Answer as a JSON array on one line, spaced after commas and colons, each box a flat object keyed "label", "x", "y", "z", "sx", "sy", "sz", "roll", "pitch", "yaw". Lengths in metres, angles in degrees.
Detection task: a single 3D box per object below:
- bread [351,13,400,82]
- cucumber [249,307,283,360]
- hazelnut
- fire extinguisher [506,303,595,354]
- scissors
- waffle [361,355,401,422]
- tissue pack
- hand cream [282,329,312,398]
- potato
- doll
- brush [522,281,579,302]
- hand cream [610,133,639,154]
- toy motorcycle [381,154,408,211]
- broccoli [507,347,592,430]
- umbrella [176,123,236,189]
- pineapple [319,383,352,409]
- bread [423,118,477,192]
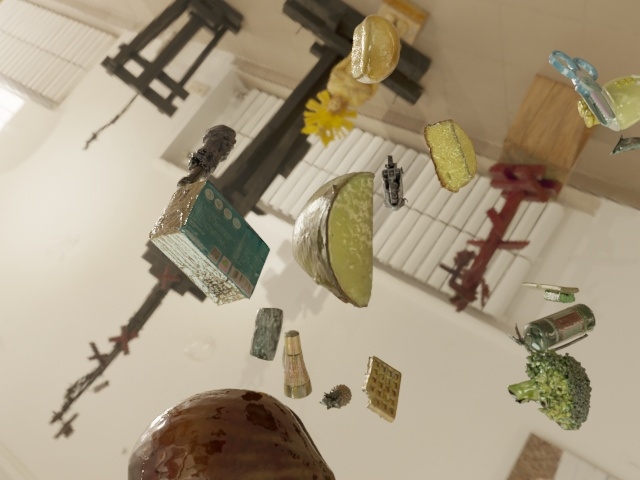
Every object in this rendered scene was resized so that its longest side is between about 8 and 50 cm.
[{"label": "bread", "x": 0.127, "y": -0.431, "z": 1.421, "sx": 0.098, "sy": 0.147, "sz": 0.217, "roll": 6, "pitch": -165, "yaw": -5}, {"label": "cucumber", "x": -0.113, "y": 0.199, "z": 1.327, "sx": 0.064, "sy": 0.112, "sz": 0.064, "roll": 7, "pitch": 166, "yaw": 2}, {"label": "hazelnut", "x": -0.179, "y": 0.512, "z": 1.188, "sx": 0.402, "sy": 0.402, "sz": 0.429, "roll": 48, "pitch": -162, "yaw": -43}, {"label": "fire extinguisher", "x": 0.673, "y": 0.266, "z": 1.825, "sx": 0.118, "sy": 0.294, "sz": 0.093, "roll": 66, "pitch": 152, "yaw": 19}, {"label": "scissors", "x": 0.592, "y": -0.339, "z": 1.385, "sx": 0.125, "sy": 0.256, "sz": 0.030, "roll": 12, "pitch": 134, "yaw": -18}, {"label": "waffle", "x": 0.133, "y": 0.321, "z": 1.358, "sx": 0.092, "sy": 0.135, "sz": 0.021, "roll": 36, "pitch": 127, "yaw": -11}, {"label": "tissue pack", "x": -0.169, "y": 0.005, "z": 0.973, "sx": 0.082, "sy": 0.120, "sz": 0.169, "roll": -18, "pitch": 127, "yaw": 33}, {"label": "hand cream", "x": -0.074, "y": 0.354, "z": 1.800, "sx": 0.084, "sy": 0.084, "sz": 0.203, "roll": 17, "pitch": 118, "yaw": 51}, {"label": "potato", "x": 0.000, "y": 0.000, "z": 1.302, "sx": 0.112, "sy": 0.269, "sz": 0.255, "roll": 7, "pitch": 173, "yaw": -27}, {"label": "doll", "x": 0.777, "y": -0.359, "z": 1.500, "sx": 0.117, "sy": 0.296, "sz": 0.141, "roll": 50, "pitch": -156, "yaw": -28}, {"label": "brush", "x": 0.627, "y": 0.141, "z": 1.718, "sx": 0.054, "sy": 0.048, "sz": 0.282, "roll": 10, "pitch": 179, "yaw": -2}, {"label": "hand cream", "x": 0.871, "y": -0.265, "z": 1.588, "sx": 0.248, "sy": 0.075, "sz": 0.052, "roll": -2, "pitch": 105, "yaw": 52}, {"label": "toy motorcycle", "x": 0.237, "y": -0.179, "z": 2.012, "sx": 0.080, "sy": 0.215, "sz": 0.122, "roll": -5, "pitch": 131, "yaw": 7}, {"label": "broccoli", "x": 0.458, "y": 0.299, "z": 1.249, "sx": 0.160, "sy": 0.154, "sz": 0.167, "roll": -23, "pitch": 140, "yaw": 27}, {"label": "umbrella", "x": -0.233, "y": -0.162, "z": 1.277, "sx": 0.071, "sy": 0.248, "sz": 0.071, "roll": 6, "pitch": 128, "yaw": 8}, {"label": "pineapple", "x": 0.046, "y": 0.492, "z": 1.948, "sx": 0.074, "sy": 0.074, "sz": 0.159, "roll": 30, "pitch": -172, "yaw": 20}, {"label": "bread", "x": 0.466, "y": -0.303, "z": 2.184, "sx": 0.129, "sy": 0.134, "sz": 0.260, "roll": -17, "pitch": 97, "yaw": 37}]
